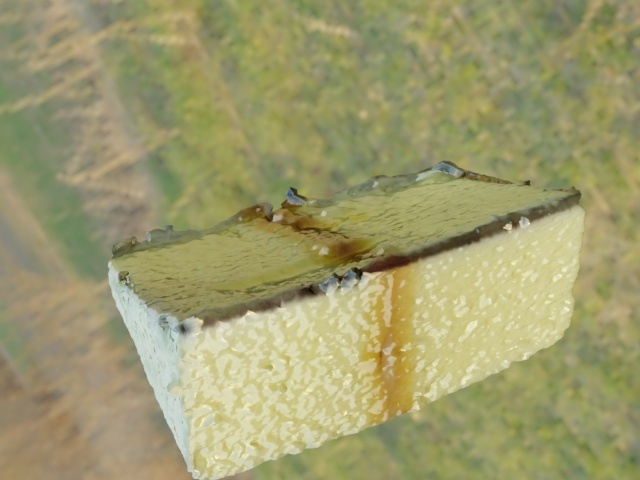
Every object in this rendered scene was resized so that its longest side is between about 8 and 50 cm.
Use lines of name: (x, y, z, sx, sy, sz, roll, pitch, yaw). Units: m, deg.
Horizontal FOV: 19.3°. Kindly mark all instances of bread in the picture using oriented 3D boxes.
bread: (0.000, 0.000, 1.019, 0.135, 0.240, 0.178, 90, 155, -45)
